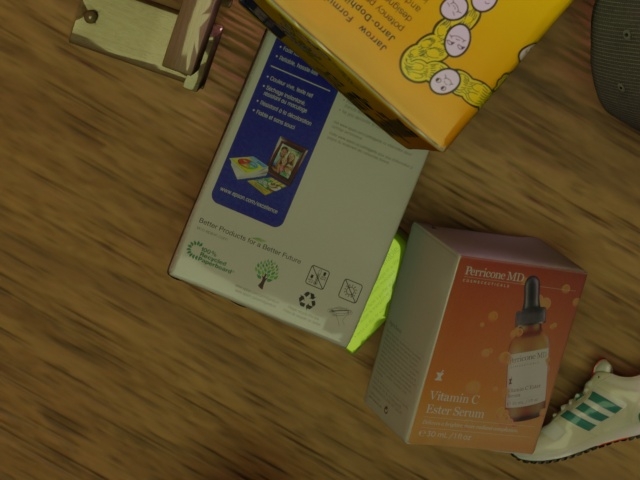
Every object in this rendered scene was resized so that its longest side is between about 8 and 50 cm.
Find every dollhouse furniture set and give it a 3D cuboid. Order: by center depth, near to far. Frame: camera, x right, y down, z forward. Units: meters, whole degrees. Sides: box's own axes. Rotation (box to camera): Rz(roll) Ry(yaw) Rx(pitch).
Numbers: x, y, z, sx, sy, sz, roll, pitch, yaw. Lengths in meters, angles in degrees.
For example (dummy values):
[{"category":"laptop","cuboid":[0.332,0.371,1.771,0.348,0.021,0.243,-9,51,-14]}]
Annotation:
[{"category":"dollhouse furniture set","cuboid":[-0.141,-0.203,1.524,0.123,0.151,0.144,19,102,0]}]

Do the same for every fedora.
[{"category":"fedora","cuboid":[0.297,-0.180,1.476,0.124,0.244,0.275,26,140,27]}]

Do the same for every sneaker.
[{"category":"sneaker","cuboid":[0.239,0.145,1.634,0.161,0.057,0.075,-17,85,10]}]

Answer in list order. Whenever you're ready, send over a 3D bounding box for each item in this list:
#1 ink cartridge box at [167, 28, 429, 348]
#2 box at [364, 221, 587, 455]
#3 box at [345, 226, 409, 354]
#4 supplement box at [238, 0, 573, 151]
[{"category":"ink cartridge box","cuboid":[0.009,-0.093,1.553,0.165,0.065,0.332,24,89,-6]},{"category":"box","cuboid":[0.130,0.083,1.578,0.130,0.091,0.170,7,106,-25]},{"category":"box","cuboid":[0.000,0.000,1.617,0.178,0.042,0.109,43,102,-5]},{"category":"supplement box","cuboid":[0.124,-0.262,1.429,0.195,0.194,0.356,41,90,-6]}]
